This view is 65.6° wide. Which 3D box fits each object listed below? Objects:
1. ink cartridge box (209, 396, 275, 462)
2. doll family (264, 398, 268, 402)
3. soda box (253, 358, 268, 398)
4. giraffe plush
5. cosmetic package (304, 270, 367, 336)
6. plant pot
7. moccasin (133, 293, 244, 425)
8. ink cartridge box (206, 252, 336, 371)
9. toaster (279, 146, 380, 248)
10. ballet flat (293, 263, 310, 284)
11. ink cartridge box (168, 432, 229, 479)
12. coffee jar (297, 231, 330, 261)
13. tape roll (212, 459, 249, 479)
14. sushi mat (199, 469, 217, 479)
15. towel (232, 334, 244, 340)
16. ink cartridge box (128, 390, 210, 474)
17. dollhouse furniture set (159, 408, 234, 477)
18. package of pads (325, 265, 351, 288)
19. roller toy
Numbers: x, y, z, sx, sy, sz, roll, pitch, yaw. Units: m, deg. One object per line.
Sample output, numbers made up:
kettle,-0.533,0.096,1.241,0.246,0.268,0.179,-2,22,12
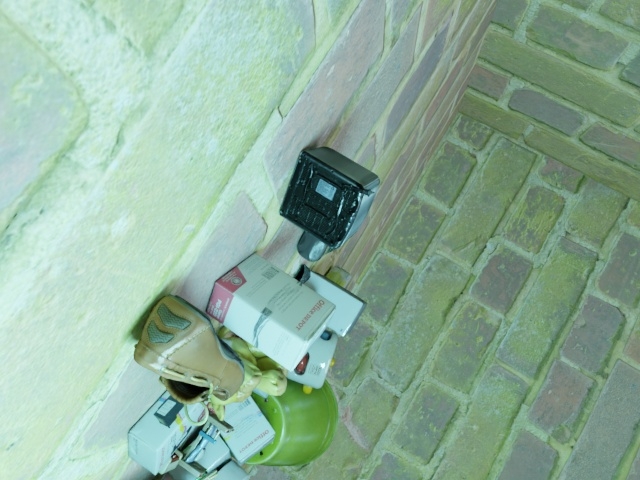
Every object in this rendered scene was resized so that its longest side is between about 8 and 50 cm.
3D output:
ink cartridge box,-0.234,0.546,1.467,0.128,0.176,0.127,-31,157,-23
doll family,-0.204,0.614,2.050,0.163,0.118,0.263,-39,160,-11
soda box,-0.164,0.405,1.626,0.098,0.091,0.286,-61,177,5
giraffe plush,-0.198,0.318,1.150,0.171,0.210,0.181,-59,-166,21
cosmetic package,0.034,0.220,1.768,0.138,0.223,0.224,-59,169,0
plant pot,-0.163,0.611,1.711,0.367,0.366,0.353,-59,157,-2
moccasin,-0.228,0.233,0.891,0.147,0.139,0.380,-54,167,-21
ink cartridge box,-0.098,0.142,1.023,0.158,0.217,0.092,-41,158,-57
toaster,0.025,-0.091,1.066,0.110,0.185,0.168,-36,153,-54
ballet flat,-0.089,0.142,1.534,0.173,0.057,0.049,-52,126,-38
ink cartridge box,-0.350,0.658,1.462,0.160,0.092,0.219,-37,160,-26
coffee jar,0.000,0.000,1.443,0.096,0.079,0.184,-60,170,17
tape roll,-0.362,0.810,1.422,0.392,0.072,0.392,-47,166,-16
sushi mat,-0.391,0.637,1.156,0.316,0.019,0.151,-21,159,-36
towel,-0.244,0.349,1.389,0.199,0.031,0.275,-57,167,-5
ink cartridge box,-0.316,0.383,1.052,0.175,0.072,0.128,-49,165,-45
dollhouse furniture set,-0.306,0.466,1.159,0.129,0.128,0.184,-58,168,-12
package of pads,0.007,0.266,2.088,0.296,0.101,0.229,-49,166,-46
roller toy,-0.023,0.383,1.637,0.191,0.146,0.210,101,9,-57
